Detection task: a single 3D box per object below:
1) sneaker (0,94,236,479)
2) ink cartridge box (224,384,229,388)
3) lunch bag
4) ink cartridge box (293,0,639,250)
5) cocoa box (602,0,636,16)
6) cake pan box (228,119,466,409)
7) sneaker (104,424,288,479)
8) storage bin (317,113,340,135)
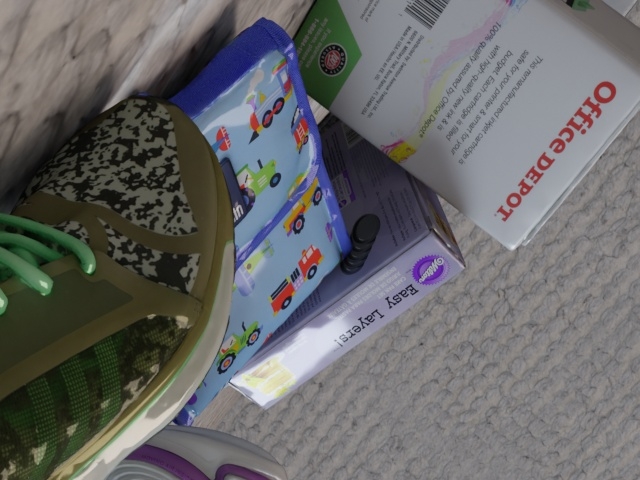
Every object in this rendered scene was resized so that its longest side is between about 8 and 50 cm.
[{"bbox_3d":[-0.167,0.047,0.485,0.182,0.158,0.410,76,31,-46],"label":"sneaker"},{"bbox_3d":[-0.082,0.102,1.339,0.324,0.071,0.330,-24,162,-25],"label":"ink cartridge box"},{"bbox_3d":[-0.099,-0.022,0.791,0.221,0.138,0.293,-47,157,-20],"label":"lunch bag"},{"bbox_3d":[0.134,-0.160,0.929,0.201,0.278,0.117,-56,174,33],"label":"ink cartridge box"},{"bbox_3d":[0.374,-0.389,1.744,0.347,0.231,0.228,-52,176,-6],"label":"cocoa box"},{"bbox_3d":[0.000,0.000,1.031,0.245,0.070,0.267,-36,-146,14],"label":"cake pan box"},{"bbox_3d":[-0.172,0.184,0.852,0.152,0.305,0.114,-57,143,-72],"label":"sneaker"},{"bbox_3d":[-0.011,-0.066,1.352,0.180,0.084,0.122,-50,174,-32],"label":"storage bin"}]
